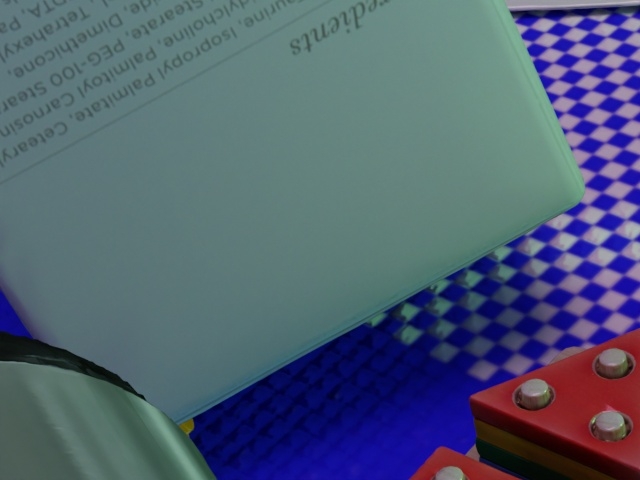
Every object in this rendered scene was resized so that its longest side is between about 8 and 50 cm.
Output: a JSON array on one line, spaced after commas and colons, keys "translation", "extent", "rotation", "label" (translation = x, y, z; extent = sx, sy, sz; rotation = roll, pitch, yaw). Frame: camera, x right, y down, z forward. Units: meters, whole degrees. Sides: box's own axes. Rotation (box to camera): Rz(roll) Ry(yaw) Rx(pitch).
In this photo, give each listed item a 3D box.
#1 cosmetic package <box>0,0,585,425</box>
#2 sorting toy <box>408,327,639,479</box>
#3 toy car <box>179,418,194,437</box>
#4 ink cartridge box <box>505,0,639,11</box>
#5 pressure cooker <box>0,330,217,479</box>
[{"translation": [-0.099, -0.162, 1.059], "extent": [0.327, 0.394, 0.329], "rotation": [-29, 29, 0], "label": "cosmetic package"}, {"translation": [0.161, 0.151, 0.883], "extent": [0.257, 0.089, 0.255], "rotation": [20, 48, 36], "label": "sorting toy"}, {"translation": [-0.130, 0.143, 1.076], "extent": [0.122, 0.060, 0.040], "rotation": [-29, 82, 7], "label": "toy car"}, {"translation": [0.234, -0.334, 1.468], "extent": [0.207, 0.119, 0.353], "rotation": [-1, 40, 16], "label": "ink cartridge box"}, {"translation": [-0.113, 0.279, 0.604], "extent": [0.375, 0.370, 0.420], "rotation": [-19, 49, -24], "label": "pressure cooker"}]
